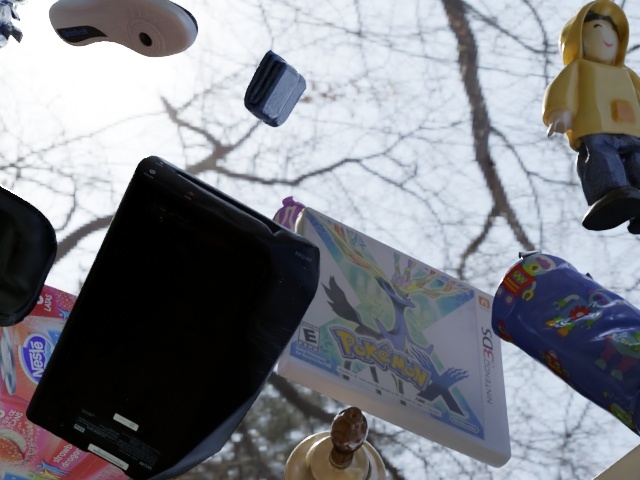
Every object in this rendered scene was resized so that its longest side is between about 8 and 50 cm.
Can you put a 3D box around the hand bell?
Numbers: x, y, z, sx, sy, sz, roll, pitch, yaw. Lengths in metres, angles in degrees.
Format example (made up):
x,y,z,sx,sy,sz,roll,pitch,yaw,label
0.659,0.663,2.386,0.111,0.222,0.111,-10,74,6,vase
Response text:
x,y,z,sx,sy,sz,roll,pitch,yaw,label
0.025,0.235,1.161,0.242,0.126,0.126,97,-21,-62,hand bell

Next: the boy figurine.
x,y,z,sx,sy,sz,roll,pitch,yaw,label
0.333,-0.145,1.186,0.092,0.177,0.285,121,-29,-58,boy figurine

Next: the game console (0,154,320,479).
x,y,z,sx,sy,sz,roll,pitch,yaw,label
-0.195,0.008,0.689,0.213,0.361,0.044,-60,-179,26,game console

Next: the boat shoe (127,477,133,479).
x,y,z,sx,sy,sz,roll,pitch,yaw,label
-0.265,0.327,1.319,0.137,0.043,0.049,-53,-175,-6,boat shoe

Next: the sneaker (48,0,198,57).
x,y,z,sx,sy,sz,roll,pitch,yaw,label
-0.203,-0.276,1.207,0.217,0.121,0.079,12,-46,33,sneaker

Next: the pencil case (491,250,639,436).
x,y,z,sx,sy,sz,roll,pitch,yaw,label
0.319,0.115,1.183,0.119,0.133,0.306,61,-12,-31,pencil case

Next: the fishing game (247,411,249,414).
x,y,z,sx,sy,sz,roll,pitch,yaw,label
-0.136,0.062,1.127,0.264,0.041,0.189,23,-98,30,fishing game

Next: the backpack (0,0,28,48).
x,y,z,sx,sy,sz,roll,pitch,yaw,label
-0.420,-0.310,1.084,0.355,0.290,0.273,-106,-156,-65,backpack

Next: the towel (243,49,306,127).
x,y,z,sx,sy,sz,roll,pitch,yaw,label
-0.049,-0.156,1.100,0.029,0.119,0.067,31,-87,9,towel

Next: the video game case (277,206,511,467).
x,y,z,sx,sy,sz,roll,pitch,yaw,label
0.105,0.122,1.399,0.036,0.329,0.300,-53,-160,36,video game case

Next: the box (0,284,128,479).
x,y,z,sx,sy,sz,roll,pitch,yaw,label
-0.287,0.187,0.966,0.300,0.154,0.142,-46,-147,34,box

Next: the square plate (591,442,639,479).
x,y,z,sx,sy,sz,roll,pitch,yaw,label
0.512,0.392,1.371,0.347,0.049,0.344,-42,-144,11,square plate

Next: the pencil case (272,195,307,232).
x,y,z,sx,sy,sz,roll,pitch,yaw,label
0.000,0.000,1.706,0.086,0.206,0.088,-20,-119,27,pencil case
